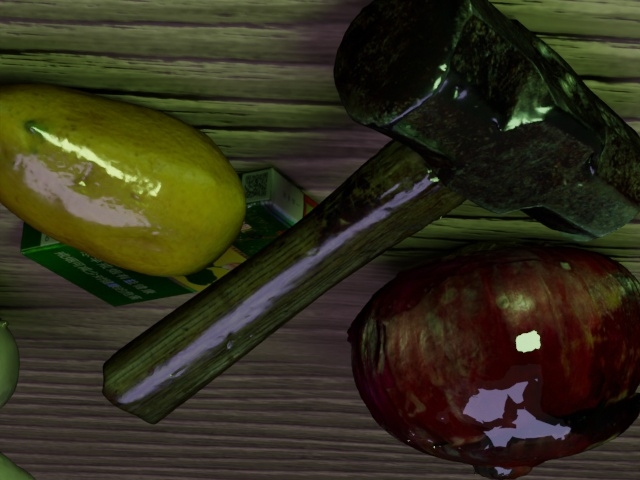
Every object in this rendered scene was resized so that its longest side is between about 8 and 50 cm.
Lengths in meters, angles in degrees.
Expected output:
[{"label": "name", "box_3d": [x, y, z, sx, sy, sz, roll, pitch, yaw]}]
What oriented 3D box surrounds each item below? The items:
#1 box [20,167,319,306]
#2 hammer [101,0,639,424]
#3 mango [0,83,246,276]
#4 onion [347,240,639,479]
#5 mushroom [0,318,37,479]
[{"label": "box", "box_3d": [-0.106, 0.001, 1.306, 0.235, 0.034, 0.132, -11, 153, 28]}, {"label": "hammer", "box_3d": [0.000, 0.000, 1.084, 0.409, 0.095, 0.242, -35, 144, 26]}, {"label": "mango", "box_3d": [-0.144, -0.045, 1.117, 0.147, 0.109, 0.227, 13, 170, 44]}, {"label": "onion", "box_3d": [0.146, 0.094, 1.304, 0.246, 0.190, 0.246, -3, 174, 0]}, {"label": "mushroom", "box_3d": [-0.358, 0.200, 1.428, 0.292, 0.290, 0.292, -39, 177, -2]}]
